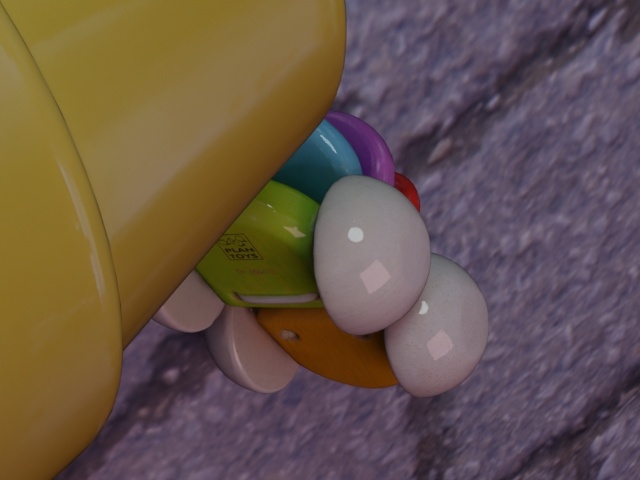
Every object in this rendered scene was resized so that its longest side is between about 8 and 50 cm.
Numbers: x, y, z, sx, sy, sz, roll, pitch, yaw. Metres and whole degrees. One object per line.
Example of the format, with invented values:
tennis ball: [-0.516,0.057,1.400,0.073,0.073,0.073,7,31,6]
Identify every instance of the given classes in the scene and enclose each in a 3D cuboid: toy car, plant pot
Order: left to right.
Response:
plant pot: [-0.124,-0.050,0.423,0.239,0.254,0.254,-37,139,-36]
toy car: [0.000,0.000,0.644,0.182,0.159,0.136,46,51,-48]
